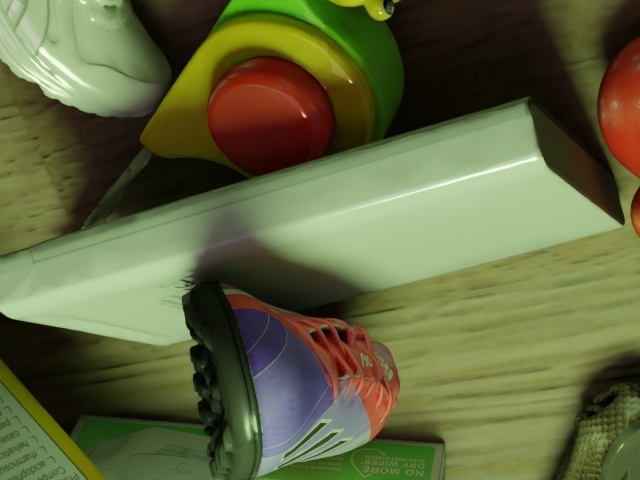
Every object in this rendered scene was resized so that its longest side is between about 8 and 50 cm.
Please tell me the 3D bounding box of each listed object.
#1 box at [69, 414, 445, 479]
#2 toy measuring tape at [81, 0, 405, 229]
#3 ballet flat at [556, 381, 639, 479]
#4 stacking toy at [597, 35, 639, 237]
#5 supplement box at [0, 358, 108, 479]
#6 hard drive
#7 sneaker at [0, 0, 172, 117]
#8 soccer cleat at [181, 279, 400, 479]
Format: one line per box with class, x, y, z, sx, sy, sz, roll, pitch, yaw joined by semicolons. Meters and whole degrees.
box;-0.049;0.254;1.086;0.262;0.126;0.231;3;122;9
toy measuring tape;-0.042;-0.049;0.907;0.121;0.121;0.330;32;131;-10
ballet flat;0.174;0.187;1.049;0.084;0.058;0.249;-10;134;-25
stacking toy;0.237;0.032;0.898;0.141;0.141;0.330;-17;110;20
supplement box;-0.305;0.150;0.947;0.356;0.194;0.195;46;122;13
hard drive;0.000;0.000;0.888;0.308;0.203;0.040;-16;76;19
sneaker;-0.147;-0.170;0.859;0.115;0.090;0.232;-31;113;23
soccer cleat;-0.010;0.077;0.890;0.117;0.318;0.108;-9;81;-1
